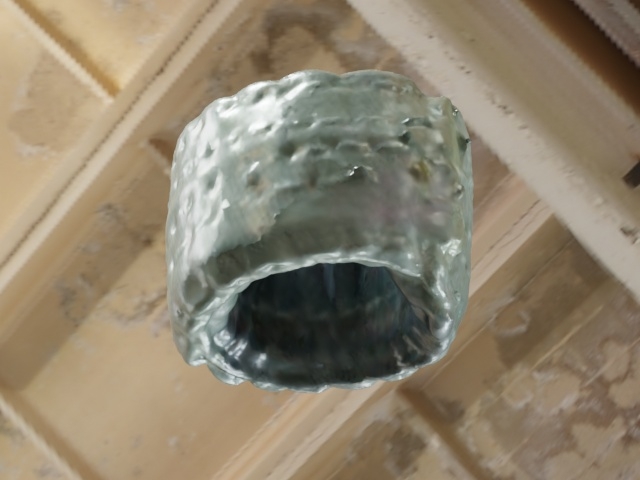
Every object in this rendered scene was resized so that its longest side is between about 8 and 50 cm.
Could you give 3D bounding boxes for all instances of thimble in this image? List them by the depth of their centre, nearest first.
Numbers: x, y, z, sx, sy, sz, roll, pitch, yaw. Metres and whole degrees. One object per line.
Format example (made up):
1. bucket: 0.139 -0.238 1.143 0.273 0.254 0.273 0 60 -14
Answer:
1. thimble: 0.000 0.000 1.035 0.250 0.205 0.172 -25 -129 38
